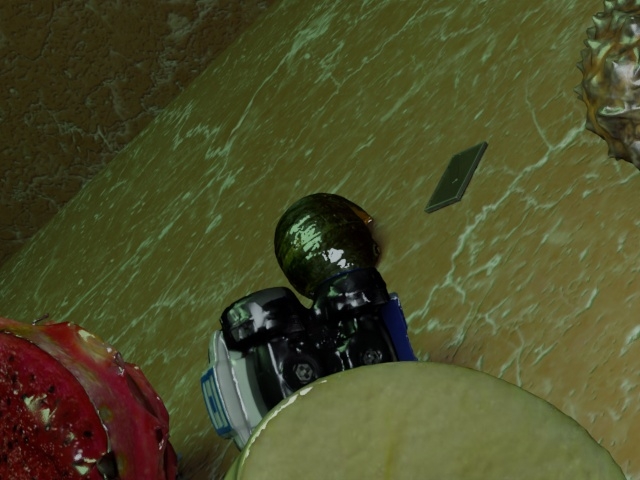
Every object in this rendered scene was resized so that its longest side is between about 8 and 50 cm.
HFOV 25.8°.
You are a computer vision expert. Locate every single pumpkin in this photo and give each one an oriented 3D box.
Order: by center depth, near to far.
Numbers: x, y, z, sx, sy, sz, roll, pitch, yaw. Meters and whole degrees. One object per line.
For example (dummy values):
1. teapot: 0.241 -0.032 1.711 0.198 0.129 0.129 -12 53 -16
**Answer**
1. pumpkin: 0.000 0.000 1.725 0.119 0.107 0.183 -42 21 10

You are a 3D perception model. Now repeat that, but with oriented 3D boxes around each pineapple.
1. pineapple: 0.316 -0.180 1.247 0.175 0.175 0.361 -43 11 25

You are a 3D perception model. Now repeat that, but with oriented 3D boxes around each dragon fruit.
1. dragon fruit: -0.316 0.263 1.657 0.370 0.386 0.249 -11 0 29

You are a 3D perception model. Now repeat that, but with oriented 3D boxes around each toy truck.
1. toy truck: -0.010 0.128 1.319 0.213 0.161 0.177 -13 -11 -25

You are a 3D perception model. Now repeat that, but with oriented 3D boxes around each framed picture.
1. framed picture: 0.159 -0.074 1.635 0.066 0.006 0.089 -24 32 55

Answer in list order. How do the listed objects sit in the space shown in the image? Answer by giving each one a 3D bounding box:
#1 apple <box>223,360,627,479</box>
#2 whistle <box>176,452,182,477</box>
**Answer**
1. apple: 0.054 0.241 0.858 0.233 0.257 0.295 127 146 -46
2. whistle: -0.197 0.295 1.751 0.083 0.029 0.033 -50 1 26
